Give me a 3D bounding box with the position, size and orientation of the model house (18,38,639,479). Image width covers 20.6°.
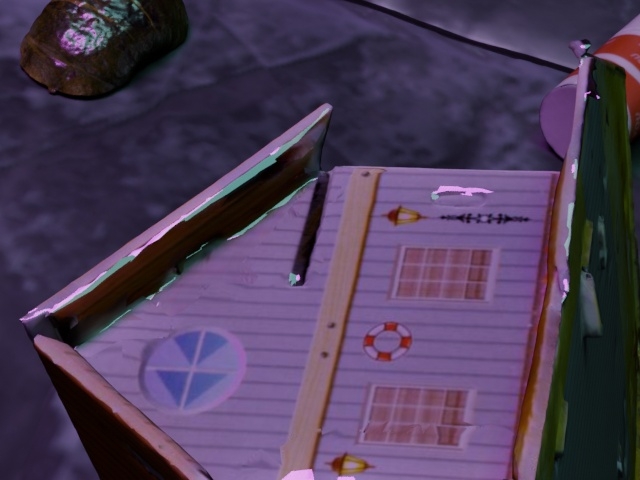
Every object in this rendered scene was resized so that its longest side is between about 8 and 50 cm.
[{"bbox_3d":[0.014,0.066,0.490,0.136,0.219,0.207,2,51,14],"label":"model house"}]

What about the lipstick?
[{"bbox_3d":[0.141,-0.077,0.749,0.038,0.038,0.131,33,46,18],"label":"lipstick"}]

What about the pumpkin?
[{"bbox_3d":[-0.085,-0.090,0.709,0.050,0.028,0.083,28,49,10],"label":"pumpkin"}]
